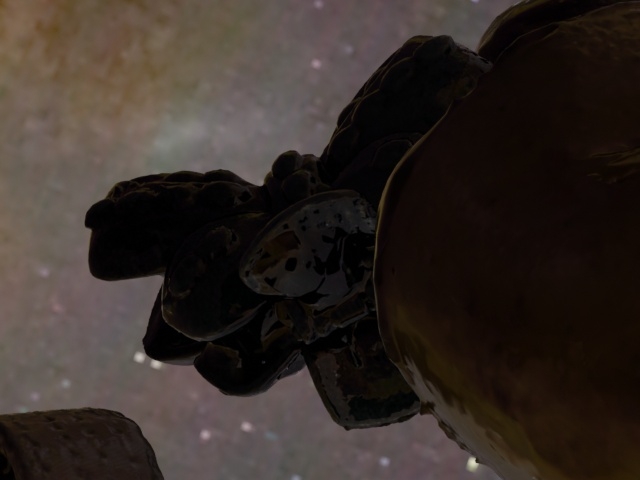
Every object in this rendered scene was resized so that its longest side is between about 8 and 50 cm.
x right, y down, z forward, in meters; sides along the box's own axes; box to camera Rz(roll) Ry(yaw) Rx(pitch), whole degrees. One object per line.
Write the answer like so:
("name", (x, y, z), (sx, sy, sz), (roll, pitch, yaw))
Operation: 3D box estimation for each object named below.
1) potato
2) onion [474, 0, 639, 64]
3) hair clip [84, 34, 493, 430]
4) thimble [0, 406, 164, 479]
("potato", (0.181, 0.037, 0.695), (0.242, 0.285, 0.242), (-46, -153, 32))
("onion", (0.288, -0.061, 1.511), (0.385, 0.348, 0.348), (-5, -124, 17))
("hair clip", (0.004, 0.002, 1.301), (0.310, 0.194, 0.206), (-27, -146, 6))
("thimble", (-0.135, 0.145, 1.006), (0.102, 0.090, 0.115), (-29, -113, 51))
